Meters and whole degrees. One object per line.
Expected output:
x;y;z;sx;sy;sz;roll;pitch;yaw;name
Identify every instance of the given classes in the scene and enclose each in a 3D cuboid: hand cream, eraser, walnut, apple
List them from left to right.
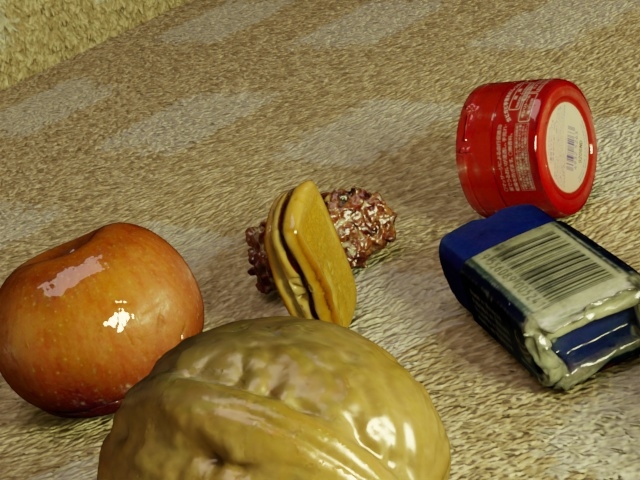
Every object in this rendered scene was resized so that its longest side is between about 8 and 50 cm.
-0.282;0.095;1.940;0.272;0.206;0.251;-25;20;-16;apple
-0.038;0.217;1.383;0.333;0.332;0.333;-14;22;6;walnut
0.278;-0.121;2.071;0.125;0.193;0.193;1;28;37;hand cream
0.254;0.058;1.785;0.155;0.101;0.332;-22;22;-9;eraser

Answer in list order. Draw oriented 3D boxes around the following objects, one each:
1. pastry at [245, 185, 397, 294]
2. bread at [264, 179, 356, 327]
-0.001;-0.002;2.102;0.209;0.115;0.097;-26;12;-16;pastry
-0.014;0.028;1.913;0.077;0.200;0.116;-4;37;25;bread
